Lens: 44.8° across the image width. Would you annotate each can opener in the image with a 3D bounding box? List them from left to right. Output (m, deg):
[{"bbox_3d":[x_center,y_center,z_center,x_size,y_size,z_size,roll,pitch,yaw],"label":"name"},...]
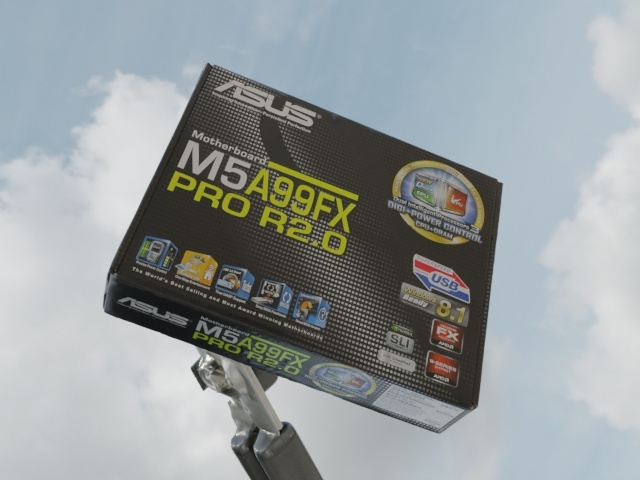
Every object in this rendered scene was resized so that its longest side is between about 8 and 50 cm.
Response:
[{"bbox_3d":[-0.034,0.189,0.761,0.095,0.076,0.284,-40,-68,-35],"label":"can opener"}]

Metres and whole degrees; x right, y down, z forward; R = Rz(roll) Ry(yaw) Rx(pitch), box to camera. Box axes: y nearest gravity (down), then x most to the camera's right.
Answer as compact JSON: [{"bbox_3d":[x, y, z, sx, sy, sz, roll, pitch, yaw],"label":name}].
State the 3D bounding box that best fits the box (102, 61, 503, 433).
[{"bbox_3d":[0.000,0.000,0.599,0.270,0.060,0.216,22,-126,-7],"label":"box"}]
